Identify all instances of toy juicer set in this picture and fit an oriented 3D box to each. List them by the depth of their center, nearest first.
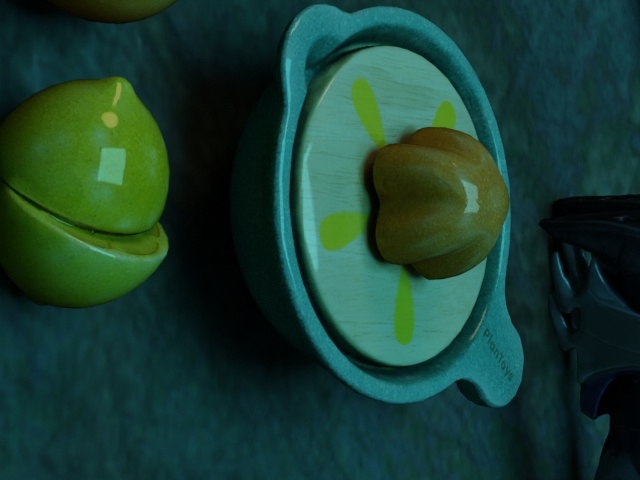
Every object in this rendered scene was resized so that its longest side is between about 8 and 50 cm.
[{"bbox_3d":[0.000,0.000,0.435,0.209,0.090,0.329,-25,108,-49],"label":"toy juicer set"}]

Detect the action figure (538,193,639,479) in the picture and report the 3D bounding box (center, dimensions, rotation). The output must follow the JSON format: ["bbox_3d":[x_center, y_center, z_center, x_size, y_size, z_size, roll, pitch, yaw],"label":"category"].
[{"bbox_3d":[0.147,0.124,0.607,0.185,0.099,0.285,-15,103,-58],"label":"action figure"}]
